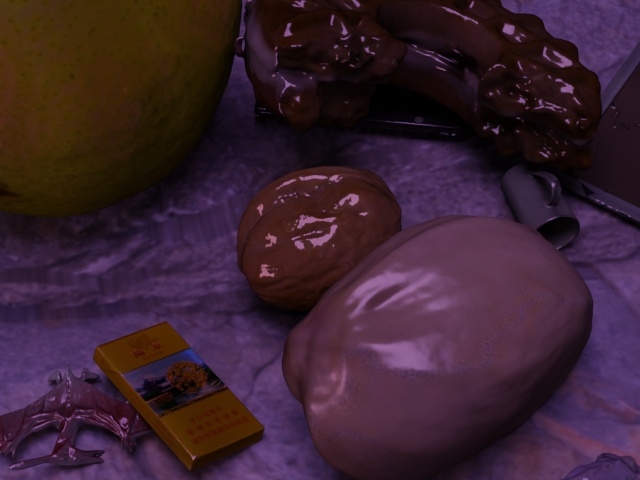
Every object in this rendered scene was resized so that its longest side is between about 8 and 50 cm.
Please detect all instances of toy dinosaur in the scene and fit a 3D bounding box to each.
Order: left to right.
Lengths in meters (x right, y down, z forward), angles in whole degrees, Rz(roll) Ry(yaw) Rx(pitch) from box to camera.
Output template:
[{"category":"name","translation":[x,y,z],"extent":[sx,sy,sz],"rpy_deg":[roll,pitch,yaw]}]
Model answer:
[{"category":"toy dinosaur","translation":[-0.235,0.165,1.554],"extent":[0.220,0.032,0.108],"rpy_deg":[-4,53,-4]}]

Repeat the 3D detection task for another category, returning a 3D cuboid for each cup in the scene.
[{"category":"cup","translation":[0.213,-0.039,1.666],"extent":[0.054,0.075,0.083],"rpy_deg":[-28,54,4]}]

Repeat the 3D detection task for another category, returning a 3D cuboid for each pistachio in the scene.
[{"category":"pistachio","translation":[0.116,0.090,1.499],"extent":[0.332,0.226,0.208],"rpy_deg":[-27,24,-33]}]

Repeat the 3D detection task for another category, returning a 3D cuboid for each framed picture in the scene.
[{"category":"framed picture","translation":[0.387,-0.109,1.746],"extent":[0.216,0.016,0.273],"rpy_deg":[29,60,19]}]

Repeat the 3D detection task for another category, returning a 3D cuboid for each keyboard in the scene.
[{"category":"keyboard","translation":[0.048,-0.142,1.777],"extent":[0.231,0.023,0.072],"rpy_deg":[6,48,5]}]

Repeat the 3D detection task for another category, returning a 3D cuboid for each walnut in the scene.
[{"category":"walnut","translation":[0.000,0.000,1.605],"extent":[0.167,0.149,0.166],"rpy_deg":[-20,23,9]}]

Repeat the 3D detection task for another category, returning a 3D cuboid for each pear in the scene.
[{"category":"pear","translation":[-0.258,-0.224,1.632],"extent":[0.391,0.391,0.391],"rpy_deg":[-1,54,1]}]

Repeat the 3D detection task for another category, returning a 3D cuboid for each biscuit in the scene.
[{"category":"biscuit","translation":[0.093,-0.183,1.672],"extent":[0.366,0.115,0.268],"rpy_deg":[12,30,-16]}]

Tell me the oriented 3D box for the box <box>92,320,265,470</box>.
[{"category":"box","translation":[-0.132,0.141,1.558],"extent":[0.087,0.023,0.155],"rpy_deg":[-22,54,-38]}]

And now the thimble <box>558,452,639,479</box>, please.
[{"category":"thimble","translation":[0.228,0.261,1.415],"extent":[0.151,0.127,0.118],"rpy_deg":[-26,59,-23]}]
